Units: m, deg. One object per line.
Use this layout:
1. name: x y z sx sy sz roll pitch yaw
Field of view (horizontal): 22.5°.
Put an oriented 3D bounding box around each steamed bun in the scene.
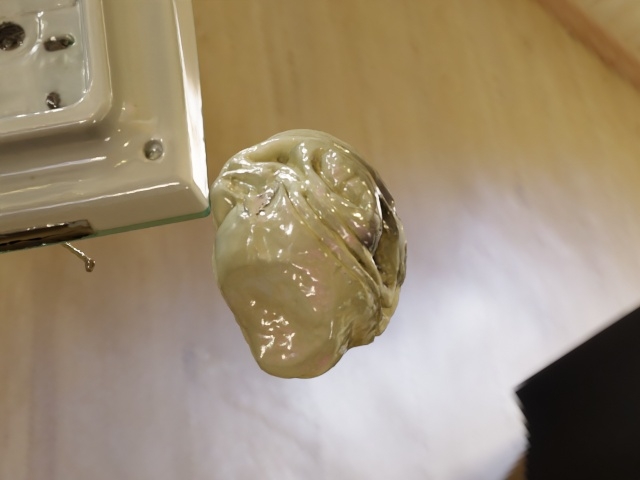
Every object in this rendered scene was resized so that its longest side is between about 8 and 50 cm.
1. steamed bun: 0.000 0.000 1.951 0.275 0.206 0.320 29 40 -57

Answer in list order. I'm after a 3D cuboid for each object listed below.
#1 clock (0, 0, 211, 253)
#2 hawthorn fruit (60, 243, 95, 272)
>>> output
1. clock: -0.213 -0.112 1.008 0.116 0.262 0.231 65 17 -69
2. hawthorn fruit: -0.326 -0.041 1.556 0.286 0.165 0.165 20 25 12
